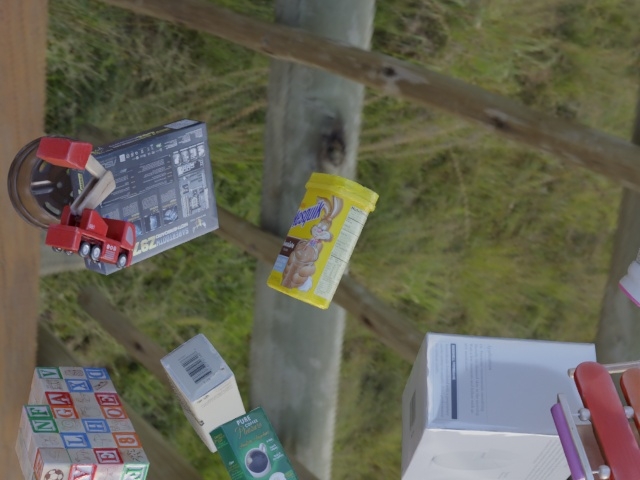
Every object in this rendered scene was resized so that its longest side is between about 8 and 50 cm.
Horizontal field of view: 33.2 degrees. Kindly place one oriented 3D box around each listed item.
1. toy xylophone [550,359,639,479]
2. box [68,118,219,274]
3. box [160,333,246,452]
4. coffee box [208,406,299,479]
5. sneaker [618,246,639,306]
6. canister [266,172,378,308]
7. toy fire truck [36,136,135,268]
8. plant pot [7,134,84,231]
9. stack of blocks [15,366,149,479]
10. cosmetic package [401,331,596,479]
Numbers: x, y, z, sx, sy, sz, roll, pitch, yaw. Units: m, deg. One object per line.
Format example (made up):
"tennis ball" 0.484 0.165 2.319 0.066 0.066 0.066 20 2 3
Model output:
"toy xylophone" 0.399 0.204 1.187 0.323 0.236 0.081 -8 138 -14
"box" -0.268 -0.071 1.653 0.233 0.059 0.183 -26 119 -41
"box" -0.212 0.290 2.006 0.094 0.113 0.275 -34 153 -15
"coffee box" -0.105 0.385 1.828 0.113 0.040 0.184 -19 78 -52
"sneaker" 0.436 0.016 1.094 0.252 0.103 0.111 -1 117 -18
"canister" 0.000 0.000 1.460 0.073 0.126 0.170 25 85 -24
"toy fire truck" -0.289 -0.045 1.343 0.192 0.047 0.135 26 74 -66
"plant pot" -0.417 -0.092 1.741 0.167 0.165 0.167 -1 93 -20
"stack of blocks" -0.413 0.321 1.786 0.171 0.297 0.087 6 112 -28
"cosmetic package" 0.233 0.232 1.431 0.225 0.138 0.224 5 150 -3
